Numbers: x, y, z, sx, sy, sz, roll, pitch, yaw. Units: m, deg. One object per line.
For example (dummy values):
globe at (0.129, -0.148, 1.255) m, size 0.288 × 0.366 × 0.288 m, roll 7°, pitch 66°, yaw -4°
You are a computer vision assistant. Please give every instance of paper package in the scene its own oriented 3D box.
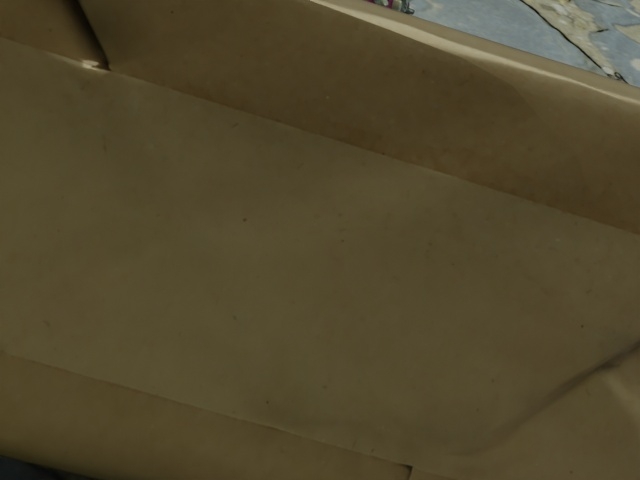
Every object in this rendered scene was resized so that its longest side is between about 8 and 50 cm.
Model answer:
paper package at (0.000, 0.000, 0.618) m, size 0.309 × 0.168 × 0.325 m, roll 15°, pitch 2°, yaw -9°

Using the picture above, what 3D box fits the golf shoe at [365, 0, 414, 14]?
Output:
golf shoe at (-0.048, -0.190, 0.947) m, size 0.140 × 0.115 × 0.306 m, roll 22°, pitch -15°, yaw 28°
